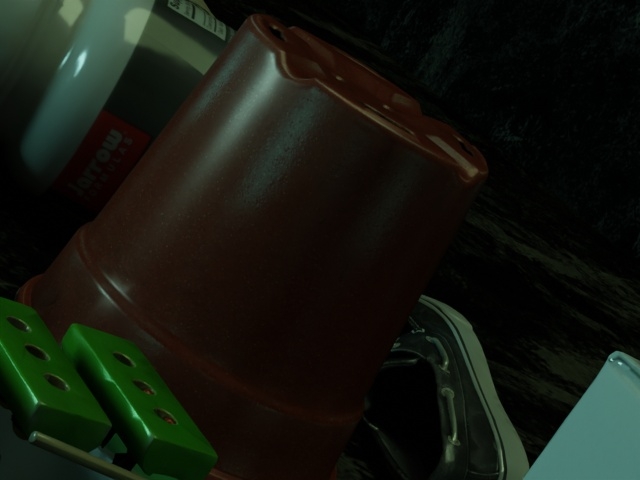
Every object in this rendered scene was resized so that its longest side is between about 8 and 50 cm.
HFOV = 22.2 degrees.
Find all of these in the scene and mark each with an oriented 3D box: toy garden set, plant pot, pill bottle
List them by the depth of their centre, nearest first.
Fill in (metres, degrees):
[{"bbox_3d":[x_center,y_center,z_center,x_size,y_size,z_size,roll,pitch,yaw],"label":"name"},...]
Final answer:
[{"bbox_3d":[-0.150,0.087,0.733,0.244,0.049,0.204,23,15,-40],"label":"toy garden set"},{"bbox_3d":[-0.033,0.002,1.161,0.272,0.265,0.272,32,14,-9],"label":"plant pot"},{"bbox_3d":[-0.137,-0.096,1.390,0.363,0.210,0.210,29,14,-17],"label":"pill bottle"}]

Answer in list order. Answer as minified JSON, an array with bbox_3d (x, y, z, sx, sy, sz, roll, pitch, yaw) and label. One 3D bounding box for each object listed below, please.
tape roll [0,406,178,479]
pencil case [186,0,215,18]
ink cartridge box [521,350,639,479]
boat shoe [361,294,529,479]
[{"bbox_3d":[-0.159,0.151,0.745,0.321,0.077,0.321,32,13,-8],"label":"tape roll"},{"bbox_3d":[-0.171,-0.194,1.771,0.183,0.160,0.410,43,6,-34],"label":"pencil case"},{"bbox_3d":[0.234,0.266,0.806,0.395,0.285,0.166,27,13,-30],"label":"ink cartridge box"},{"bbox_3d":[0.074,0.125,1.357,0.102,0.108,0.301,28,21,-27],"label":"boat shoe"}]
